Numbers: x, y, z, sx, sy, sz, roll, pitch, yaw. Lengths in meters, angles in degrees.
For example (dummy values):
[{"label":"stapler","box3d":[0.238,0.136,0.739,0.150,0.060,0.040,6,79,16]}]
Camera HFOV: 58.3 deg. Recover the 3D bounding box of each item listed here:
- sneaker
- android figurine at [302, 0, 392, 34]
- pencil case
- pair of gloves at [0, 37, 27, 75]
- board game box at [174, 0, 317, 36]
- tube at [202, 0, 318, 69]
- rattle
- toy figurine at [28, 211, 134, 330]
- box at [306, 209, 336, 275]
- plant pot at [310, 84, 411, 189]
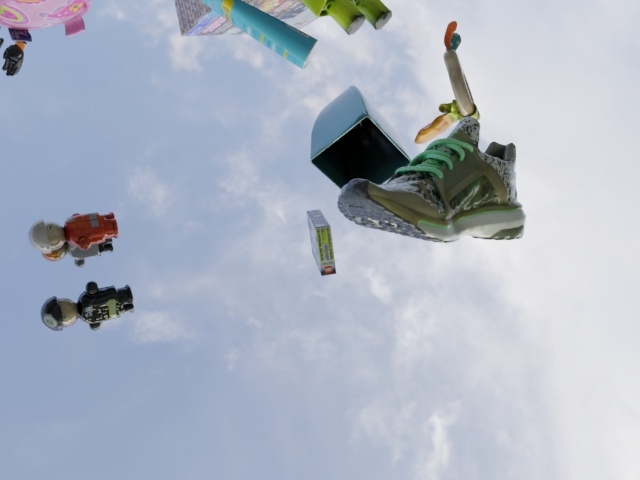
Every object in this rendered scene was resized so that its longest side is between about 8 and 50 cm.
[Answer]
[{"label":"sneaker","box3d":[0.177,-0.096,0.856,0.410,0.158,0.182,-2,-80,-48]},{"label":"android figurine","box3d":[0.004,-0.478,1.015,0.248,0.056,0.273,-27,-106,-43]},{"label":"pencil case","box3d":[-0.371,-0.402,0.706,0.124,0.124,0.284,-15,-89,-22]},{"label":"pair of gloves","box3d":[-0.547,-0.331,0.992,0.083,0.074,0.010,35,-157,3]},{"label":"board game box","box3d":[-0.130,-0.532,1.196,0.291,0.232,0.141,-15,-82,-33]},{"label":"tube","box3d":[-0.104,-0.350,0.924,0.207,0.080,0.052,30,-99,-1]},{"label":"rattle","box3d":[0.239,-0.318,1.165,0.130,0.143,0.200,-32,-78,-52]},{"label":"toy figurine","box3d":[-0.439,0.061,1.046,0.148,0.209,0.213,-12,-93,-25]},{"label":"box","box3d":[0.000,0.000,1.360,0.036,0.207,0.114,-9,-75,-5]},{"label":"plant pot","box3d":[0.082,-0.250,1.350,0.165,0.165,0.234,39,-152,-32]}]
